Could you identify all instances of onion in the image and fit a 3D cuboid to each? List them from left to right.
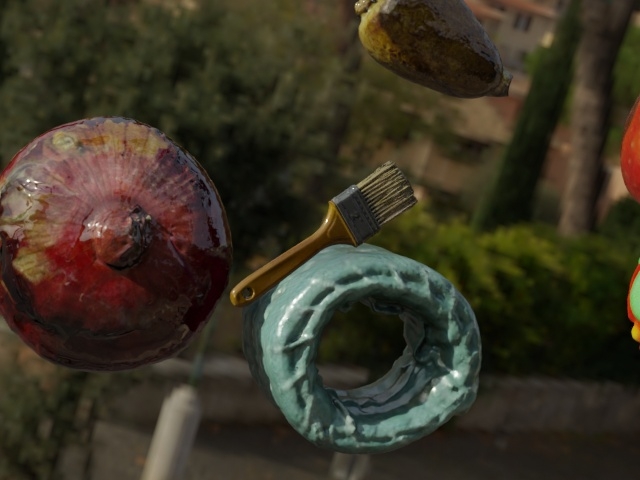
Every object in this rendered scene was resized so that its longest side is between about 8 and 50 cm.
[{"bbox_3d":[-0.202,0.004,1.770,0.246,0.246,0.190,15,-2,-10],"label":"onion"}]

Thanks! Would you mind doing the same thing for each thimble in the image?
[{"bbox_3d":[0.042,0.105,1.821,0.235,0.198,0.143,24,1,-21],"label":"thimble"}]

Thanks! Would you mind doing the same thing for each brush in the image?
[{"bbox_3d":[0.000,0.000,1.423,0.170,0.043,0.014,-35,16,-18],"label":"brush"}]

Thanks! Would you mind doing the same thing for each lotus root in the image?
[{"bbox_3d":[0.127,-0.205,1.949,0.191,0.108,0.094,33,3,-10],"label":"lotus root"}]

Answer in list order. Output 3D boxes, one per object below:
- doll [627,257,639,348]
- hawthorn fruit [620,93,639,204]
[{"bbox_3d":[0.436,0.072,1.718,0.363,0.160,0.182,-2,25,-37],"label":"doll"},{"bbox_3d":[0.393,-0.094,1.881,0.205,0.205,0.253,25,23,27],"label":"hawthorn fruit"}]
